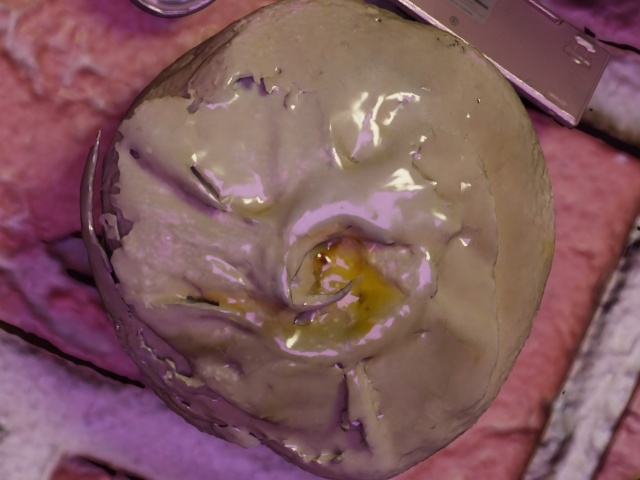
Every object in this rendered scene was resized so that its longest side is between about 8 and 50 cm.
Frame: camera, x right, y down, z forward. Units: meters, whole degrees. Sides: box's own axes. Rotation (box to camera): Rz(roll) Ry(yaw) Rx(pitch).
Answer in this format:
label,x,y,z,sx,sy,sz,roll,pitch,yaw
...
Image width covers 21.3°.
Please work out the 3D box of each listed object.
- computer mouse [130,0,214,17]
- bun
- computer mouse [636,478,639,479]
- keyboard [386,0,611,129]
label,x,y,z,sx,sy,sz,roll,pitch,yaw
computer mouse,-0.081,-0.158,0.839,0.066,0.039,0.096,-25,109,0
bun,0.000,0.000,0.821,0.239,0.141,0.239,-1,102,-3
computer mouse,0.245,0.185,0.914,0.229,0.068,0.113,2,80,7
keyboard,0.070,-0.121,0.859,0.166,0.017,0.055,34,63,-10
